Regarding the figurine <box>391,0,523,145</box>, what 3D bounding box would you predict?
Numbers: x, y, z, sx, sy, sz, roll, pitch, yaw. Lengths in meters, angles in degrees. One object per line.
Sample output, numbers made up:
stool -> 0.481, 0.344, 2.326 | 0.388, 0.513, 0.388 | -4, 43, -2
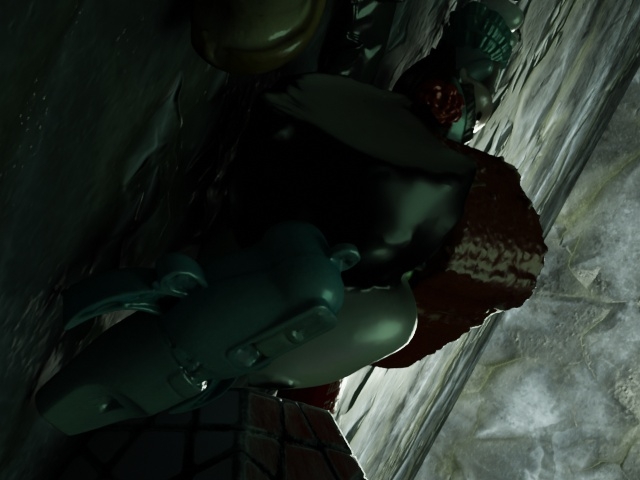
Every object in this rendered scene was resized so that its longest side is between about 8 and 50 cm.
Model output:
figurine -> 0.155, -0.189, 1.538 | 0.245, 0.110, 0.138 | -57, 163, -35

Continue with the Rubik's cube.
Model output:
Rubik's cube -> -0.097, 0.276, 1.229 | 0.319, 0.319, 0.264 | 69, 24, -71

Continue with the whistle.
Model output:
whistle -> -0.091, 0.071, 1.044 | 0.274, 0.093, 0.186 | -28, 143, 8

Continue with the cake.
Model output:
cake -> 0.082, 0.007, 1.366 | 0.151, 0.177, 0.283 | 15, 142, -37

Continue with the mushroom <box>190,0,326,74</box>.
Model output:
mushroom -> -0.042, -0.214, 0.818 | 0.128, 0.128, 0.350 | -56, 169, -18

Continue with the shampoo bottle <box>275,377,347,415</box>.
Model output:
shampoo bottle -> 0.018, 0.092, 1.639 | 0.118, 0.076, 0.314 | -41, 154, -51

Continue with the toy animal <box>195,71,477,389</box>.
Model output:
toy animal -> 0.007, 0.000, 1.180 | 0.212, 0.213, 0.266 | -39, 153, -55

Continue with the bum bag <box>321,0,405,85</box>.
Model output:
bum bag -> 0.040, -0.181, 1.272 | 0.087, 0.049, 0.197 | -39, 155, -44
